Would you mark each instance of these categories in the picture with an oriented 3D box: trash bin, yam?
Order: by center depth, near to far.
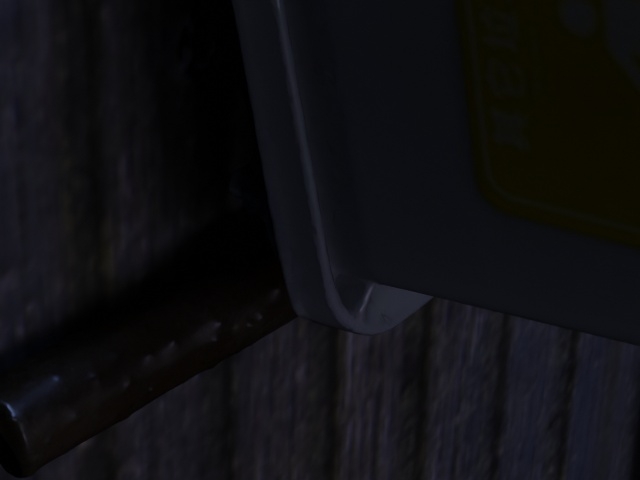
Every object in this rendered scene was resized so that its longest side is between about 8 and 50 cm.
[{"bbox_3d":[0.170,-0.095,0.585,0.296,0.367,0.256,-35,129,-37],"label":"trash bin"},{"bbox_3d":[0.000,0.000,0.722,0.327,0.045,0.045,-32,112,-39],"label":"yam"}]
